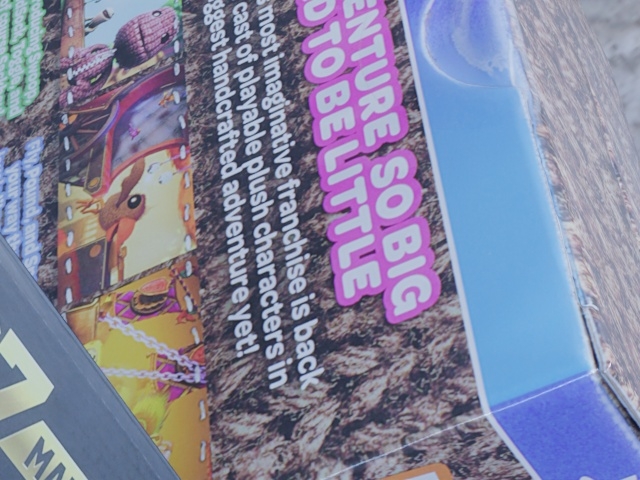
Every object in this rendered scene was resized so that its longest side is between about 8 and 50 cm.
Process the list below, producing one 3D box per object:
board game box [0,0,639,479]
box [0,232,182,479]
[{"bbox_3d":[-0.047,0.036,0.510,0.291,0.141,0.232,-23,45,17],"label":"board game box"},{"bbox_3d":[-0.129,0.034,0.263,0.233,0.059,0.183,58,42,-29],"label":"box"}]
